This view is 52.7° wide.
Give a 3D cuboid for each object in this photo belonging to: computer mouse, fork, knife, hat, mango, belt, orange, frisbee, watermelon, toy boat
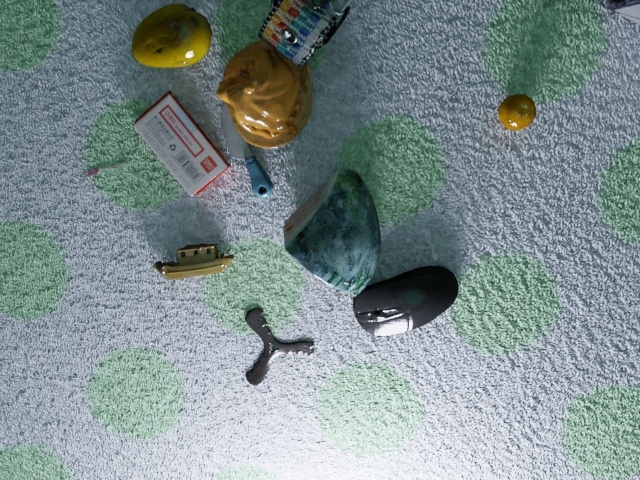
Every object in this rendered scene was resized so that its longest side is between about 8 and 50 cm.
[{"bbox_3d":[0.208,0.150,1.571,0.269,0.086,0.138,-21,100,9],"label":"computer mouse"},{"bbox_3d":[-0.526,-0.176,1.580,0.115,0.012,0.016,-16,105,2],"label":"fork"},{"bbox_3d":[-0.186,-0.213,1.543,0.058,0.032,0.244,-26,96,14],"label":"knife"},{"bbox_3d":[-0.125,-0.329,1.398,0.233,0.233,0.244,45,99,-4],"label":"hat"},{"bbox_3d":[-0.340,-0.454,1.461,0.195,0.098,0.137,-22,105,13],"label":"mango"},{"bbox_3d":[-0.015,-0.504,1.366,0.150,0.207,0.258,35,89,-12],"label":"belt"},{"bbox_3d":[0.445,-0.290,1.463,0.083,0.070,0.084,0,94,-5],"label":"orange"},{"bbox_3d":[-0.106,0.272,1.654,0.187,0.012,0.211,-3,102,4],"label":"frisbee"},{"bbox_3d":[0.000,0.000,1.488,0.213,0.289,0.320,9,111,38],"label":"watermelon"},{"bbox_3d":[-0.314,0.049,1.594,0.200,0.057,0.077,-9,97,6],"label":"toy boat"}]

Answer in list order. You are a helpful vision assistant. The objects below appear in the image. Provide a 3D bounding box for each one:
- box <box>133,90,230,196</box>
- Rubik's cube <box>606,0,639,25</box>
[{"bbox_3d":[-0.331,-0.229,1.535,0.123,0.050,0.229,-38,97,9],"label":"box"},{"bbox_3d":[0.784,-0.539,1.293,0.254,0.260,0.259,26,105,-4],"label":"Rubik's cube"}]
